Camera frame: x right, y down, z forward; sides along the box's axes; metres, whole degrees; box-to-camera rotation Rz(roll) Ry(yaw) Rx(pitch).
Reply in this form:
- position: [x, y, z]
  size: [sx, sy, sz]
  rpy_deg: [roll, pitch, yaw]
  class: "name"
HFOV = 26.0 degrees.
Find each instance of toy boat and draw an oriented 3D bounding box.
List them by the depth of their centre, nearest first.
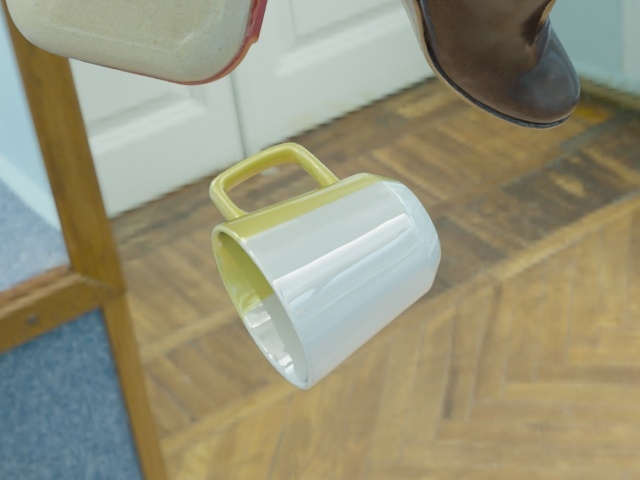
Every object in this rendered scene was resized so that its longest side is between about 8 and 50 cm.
- position: [-0.139, -0.210, 1.138]
  size: [0.231, 0.151, 0.151]
  rpy_deg: [15, 4, 18]
  class: "toy boat"

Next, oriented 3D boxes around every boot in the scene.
- position: [0.135, -0.167, 0.949]
  size: [0.090, 0.248, 0.207]
  rpy_deg: [-50, 21, -13]
  class: "boot"

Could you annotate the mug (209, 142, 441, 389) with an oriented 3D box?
- position: [0.002, 0.002, 0.472]
  size: [0.064, 0.078, 0.062]
  rpy_deg: [-29, 4, -17]
  class: "mug"
